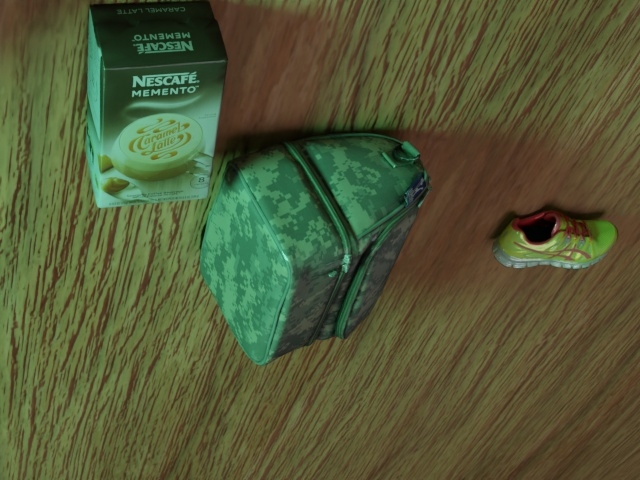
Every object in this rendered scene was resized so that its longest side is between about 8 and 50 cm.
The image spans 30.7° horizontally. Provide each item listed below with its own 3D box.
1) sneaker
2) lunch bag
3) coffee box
[{"bbox_3d":[0.384,-0.008,1.864,0.209,0.081,0.094,-8,144,-14],"label":"sneaker"},{"bbox_3d":[0.000,0.000,1.599,0.256,0.212,0.305,-21,152,-26],"label":"lunch bag"},{"bbox_3d":[-0.197,-0.154,1.363,0.141,0.098,0.246,-7,146,-16],"label":"coffee box"}]
